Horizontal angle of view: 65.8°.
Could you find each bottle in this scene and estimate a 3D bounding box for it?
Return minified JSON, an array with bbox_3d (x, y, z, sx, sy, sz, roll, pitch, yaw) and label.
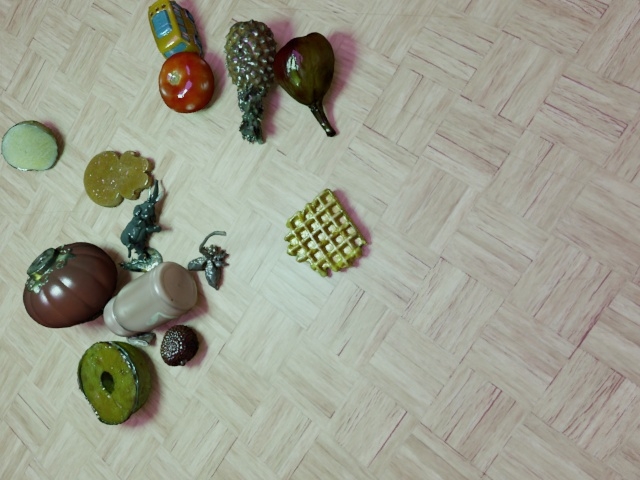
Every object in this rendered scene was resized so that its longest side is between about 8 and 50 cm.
[{"bbox_3d":[-0.541,0.213,1.569,0.296,0.173,0.207,-28,104,22],"label":"bottle"}]

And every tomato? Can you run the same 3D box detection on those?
[{"bbox_3d":[-0.432,-0.508,1.605,0.194,0.136,0.195,-1,88,21],"label":"tomato"}]

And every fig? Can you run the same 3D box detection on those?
[{"bbox_3d":[-0.021,-0.459,1.431,0.190,0.190,0.291,-30,75,16],"label":"fig"}]

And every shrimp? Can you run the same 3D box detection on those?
[{"bbox_3d":[-0.608,0.069,1.679,0.160,0.034,0.091,0,73,14],"label":"shrimp"}]

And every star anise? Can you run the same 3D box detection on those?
[{"bbox_3d":[-0.339,0.052,1.488,0.218,0.227,0.148,-19,72,7],"label":"star anise"}]

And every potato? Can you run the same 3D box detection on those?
[{"bbox_3d":[-1.066,-0.363,1.837,0.202,0.182,0.117,-51,32,27],"label":"potato"}]

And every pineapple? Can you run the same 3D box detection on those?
[{"bbox_3d":[-0.207,-0.479,1.521,0.174,0.175,0.362,0,98,20],"label":"pineapple"}]

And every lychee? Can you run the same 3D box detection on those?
[{"bbox_3d":[-0.440,0.328,1.549,0.123,0.123,0.129,-24,44,17],"label":"lychee"}]

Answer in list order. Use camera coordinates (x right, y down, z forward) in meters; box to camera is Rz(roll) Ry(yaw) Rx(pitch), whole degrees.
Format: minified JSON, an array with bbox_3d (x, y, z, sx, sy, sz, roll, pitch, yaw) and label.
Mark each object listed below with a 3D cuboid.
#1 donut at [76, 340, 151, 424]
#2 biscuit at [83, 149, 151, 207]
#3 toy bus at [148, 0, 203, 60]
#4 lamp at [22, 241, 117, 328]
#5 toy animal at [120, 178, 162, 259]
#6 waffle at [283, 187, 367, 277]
[{"bbox_3d":[-0.662,0.451,1.614,0.271,0.107,0.273,0,90,22],"label":"donut"},{"bbox_3d":[-0.708,-0.222,1.732,0.288,0.044,0.202,-9,83,18],"label":"biscuit"},{"bbox_3d":[-0.490,-0.693,1.642,0.126,0.136,0.210,-24,77,17],"label":"toy bus"},{"bbox_3d":[-0.815,0.146,1.618,0.302,0.257,0.303,-22,37,18],"label":"lamp"},{"bbox_3d":[-0.580,-0.064,1.633,0.137,0.082,0.270,34,99,50],"label":"toy animal"},{"bbox_3d":[0.000,0.000,1.442,0.219,0.057,0.229,-36,75,14],"label":"waffle"}]
